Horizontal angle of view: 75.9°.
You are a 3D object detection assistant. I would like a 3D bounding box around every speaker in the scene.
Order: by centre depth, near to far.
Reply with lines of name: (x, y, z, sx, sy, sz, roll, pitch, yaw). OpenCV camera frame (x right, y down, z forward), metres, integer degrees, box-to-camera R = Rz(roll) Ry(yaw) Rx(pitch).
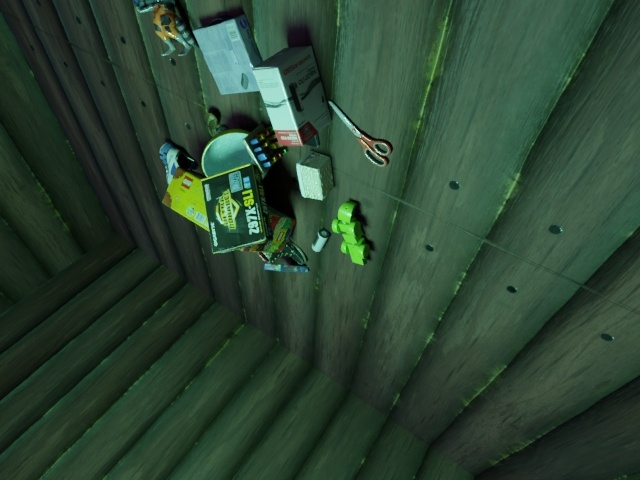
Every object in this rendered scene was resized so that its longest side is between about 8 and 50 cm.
speaker: (0.000, 0.000, 1.985, 0.055, 0.055, 0.136, 38, 147, 7)

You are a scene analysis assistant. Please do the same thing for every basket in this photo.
basket: (-0.017, -0.260, 1.663, 0.103, 0.113, 0.167, 18, 139, 26)

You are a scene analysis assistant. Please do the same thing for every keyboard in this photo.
keyboard: (-0.087, -0.432, 1.621, 0.180, 0.023, 0.108, 19, 147, 29)

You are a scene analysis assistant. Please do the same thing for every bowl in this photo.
bowl: (-0.378, -0.382, 1.820, 0.156, 0.289, 0.289, -109, 8, -46)

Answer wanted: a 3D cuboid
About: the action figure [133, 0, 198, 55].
action figure: (-0.612, -0.893, 1.571, 0.341, 0.178, 0.330, 44, 152, 53)

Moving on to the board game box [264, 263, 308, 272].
board game box: (-0.184, 0.151, 2.238, 0.136, 0.201, 0.035, 1, 86, 44)

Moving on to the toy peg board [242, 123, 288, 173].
toy peg board: (-0.217, -0.387, 1.692, 0.079, 0.161, 0.161, -11, 121, 32)

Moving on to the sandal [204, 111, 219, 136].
sandal: (-0.495, -0.541, 1.896, 0.072, 0.049, 0.180, 48, 161, 2)

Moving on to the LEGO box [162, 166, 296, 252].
LEGO box: (-0.426, -0.138, 1.967, 0.500, 0.193, 0.372, 29, -172, 19)

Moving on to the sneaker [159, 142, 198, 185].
sneaker: (-0.765, -0.376, 2.277, 0.182, 0.127, 0.316, 24, 141, 29)

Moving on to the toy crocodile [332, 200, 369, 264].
toy crocodile: (0.144, -0.022, 1.787, 0.115, 0.105, 0.341, 12, 141, 37)

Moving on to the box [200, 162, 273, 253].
box: (-0.348, -0.127, 1.699, 0.257, 0.079, 0.322, -13, 83, 18)

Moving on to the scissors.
scissors: (0.129, -0.374, 1.464, 0.297, 0.021, 0.109, 37, 148, 5)

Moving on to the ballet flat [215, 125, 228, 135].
ballet flat: (-0.453, -0.448, 1.937, 0.070, 0.070, 0.188, 21, 141, 29)

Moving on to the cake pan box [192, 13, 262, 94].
cake pan box: (-0.336, -0.692, 1.543, 0.245, 0.070, 0.267, 8, 134, 37)

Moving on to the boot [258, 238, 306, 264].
boot: (-0.204, 0.078, 2.166, 0.236, 0.178, 0.085, 47, 145, -6)

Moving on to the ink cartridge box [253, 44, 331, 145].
ink cartridge box: (-0.088, -0.491, 1.396, 0.114, 0.197, 0.273, 11, 136, 36)
